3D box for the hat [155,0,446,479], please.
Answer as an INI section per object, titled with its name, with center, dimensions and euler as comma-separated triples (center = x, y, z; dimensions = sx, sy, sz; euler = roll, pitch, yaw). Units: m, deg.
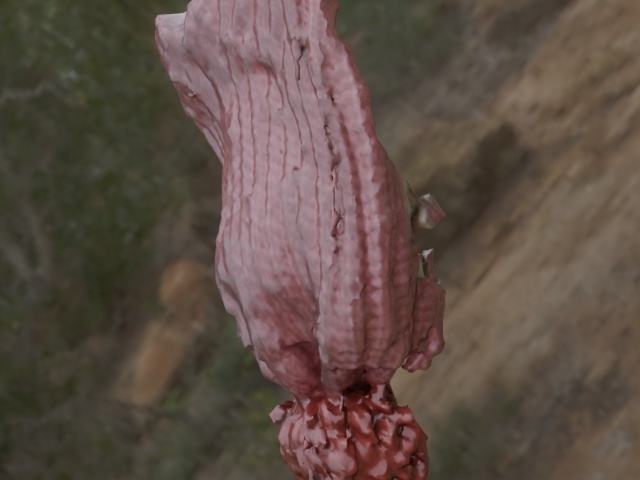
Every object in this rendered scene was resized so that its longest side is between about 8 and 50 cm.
[hat]
center = 0.000, 0.000, 0.932
dimensions = 0.107, 0.286, 0.237
euler = -13, -1, -13
